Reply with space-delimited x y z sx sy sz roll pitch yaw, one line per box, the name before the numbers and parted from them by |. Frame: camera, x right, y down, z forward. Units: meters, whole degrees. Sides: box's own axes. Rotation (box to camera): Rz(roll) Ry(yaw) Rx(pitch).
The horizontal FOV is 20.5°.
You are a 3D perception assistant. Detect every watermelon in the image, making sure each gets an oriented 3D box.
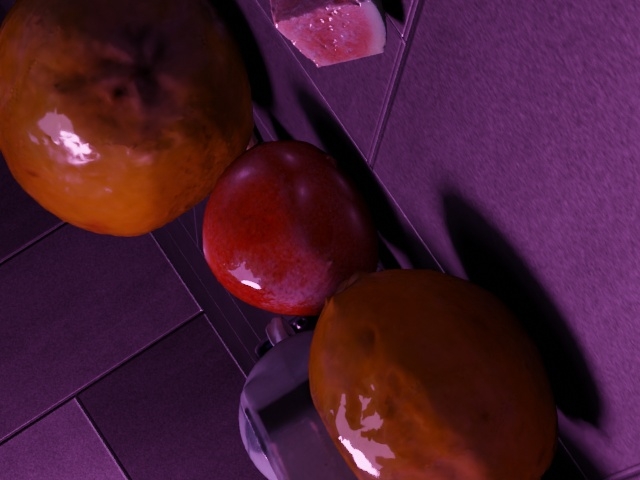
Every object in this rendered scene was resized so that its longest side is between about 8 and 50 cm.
watermelon | 0.009 -0.156 1.187 0.084 0.072 0.092 42 174 -26

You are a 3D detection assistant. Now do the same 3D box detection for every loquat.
loquat | -0.201 -0.144 1.751 0.276 0.276 0.284 57 166 2
loquat | 0.090 0.122 1.371 0.234 0.176 0.187 53 -155 6

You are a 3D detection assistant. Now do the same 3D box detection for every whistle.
whistle | 0.015 0.178 1.547 0.290 0.163 0.163 62 175 35

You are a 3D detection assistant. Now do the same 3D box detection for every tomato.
tomato | -0.024 -0.001 1.611 0.167 0.167 0.167 55 171 13

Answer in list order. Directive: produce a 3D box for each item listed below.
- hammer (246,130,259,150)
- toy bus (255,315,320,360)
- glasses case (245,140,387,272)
hammer | -0.061 -0.063 1.990 0.111 0.043 0.365 48 165 51
toy bus | 0.059 0.218 1.981 0.288 0.138 0.175 52 169 25
glasses case | 0.000 0.000 1.767 0.267 0.067 0.103 50 169 37
